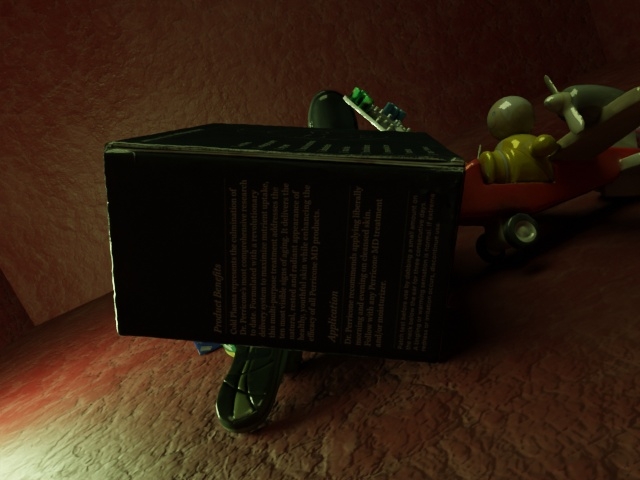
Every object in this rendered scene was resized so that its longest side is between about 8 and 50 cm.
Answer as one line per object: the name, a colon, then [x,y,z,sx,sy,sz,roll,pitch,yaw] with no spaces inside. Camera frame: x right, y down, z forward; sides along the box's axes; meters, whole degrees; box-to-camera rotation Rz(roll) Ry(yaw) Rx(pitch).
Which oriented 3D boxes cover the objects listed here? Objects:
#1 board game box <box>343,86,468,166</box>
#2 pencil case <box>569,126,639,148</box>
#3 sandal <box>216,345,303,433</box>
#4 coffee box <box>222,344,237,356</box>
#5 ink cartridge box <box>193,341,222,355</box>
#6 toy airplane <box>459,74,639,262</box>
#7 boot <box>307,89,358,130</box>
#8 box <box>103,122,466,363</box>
board game box: [0.286,-0.298,1.497,0.050,0.390,0.390,-52,-14,21]
pencil case: [0.734,-0.257,1.181,0.284,0.124,0.124,-18,13,35]
sandal: [-0.086,0.207,0.867,0.120,0.086,0.303,-13,30,27]
coffee box: [-0.204,0.161,1.050,0.040,0.184,0.113,-34,15,-25]
ink cartridge box: [-0.253,0.213,1.270,0.097,0.046,0.207,-23,10,-1]
toy airplane: [0.419,-0.154,0.935,0.386,0.272,0.384,-32,-12,34]
boot: [0.092,-0.190,1.332,0.146,0.367,0.445,-14,24,-6]
box: [-0.036,-0.043,0.895,0.471,0.297,0.480,5,16,5]
